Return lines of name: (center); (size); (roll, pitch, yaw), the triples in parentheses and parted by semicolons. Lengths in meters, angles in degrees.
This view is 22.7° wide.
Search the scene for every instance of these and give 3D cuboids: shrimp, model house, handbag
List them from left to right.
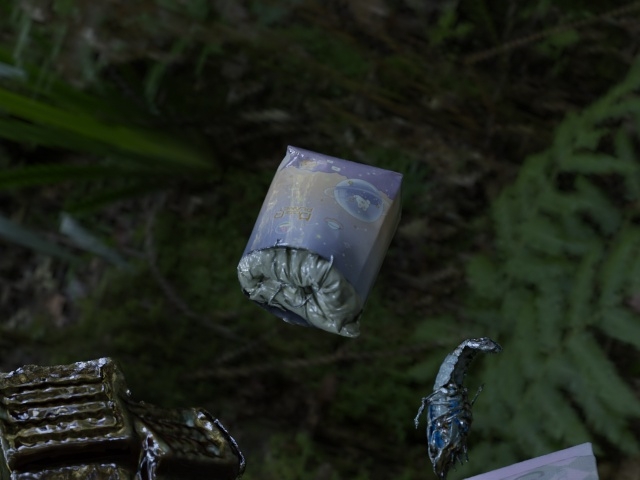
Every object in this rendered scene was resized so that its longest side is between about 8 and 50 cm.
model house: (-0.125, 0.141, 0.912); (0.106, 0.165, 0.152); (102, 160, -61)
handbag: (0.000, 0.000, 1.360); (0.095, 0.117, 0.173); (95, -169, -47)
shrimp: (0.153, 0.190, 1.818); (0.076, 0.082, 0.174); (16, 85, 37)

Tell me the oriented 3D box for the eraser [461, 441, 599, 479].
eraser: (0.180, 0.305, 1.529); (0.397, 0.213, 0.082); (-48, -61, -80)
